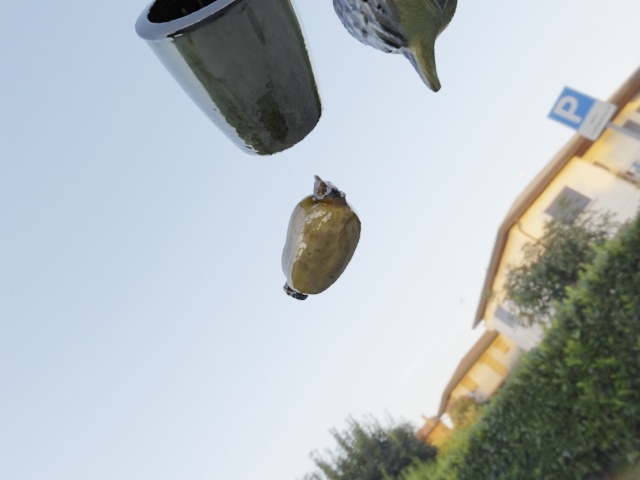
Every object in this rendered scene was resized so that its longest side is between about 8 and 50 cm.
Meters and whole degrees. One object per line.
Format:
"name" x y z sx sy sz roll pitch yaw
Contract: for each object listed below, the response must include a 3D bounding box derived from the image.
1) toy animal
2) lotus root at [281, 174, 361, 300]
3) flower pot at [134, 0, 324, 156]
"toy animal" 0.055 -0.175 0.388 0.098 0.098 0.137 -7 -86 -53
"lotus root" 0.000 0.000 0.986 0.140 0.154 0.257 13 -63 -19
"flower pot" -0.147 -0.354 1.008 0.293 0.293 0.330 -45 -47 -14
